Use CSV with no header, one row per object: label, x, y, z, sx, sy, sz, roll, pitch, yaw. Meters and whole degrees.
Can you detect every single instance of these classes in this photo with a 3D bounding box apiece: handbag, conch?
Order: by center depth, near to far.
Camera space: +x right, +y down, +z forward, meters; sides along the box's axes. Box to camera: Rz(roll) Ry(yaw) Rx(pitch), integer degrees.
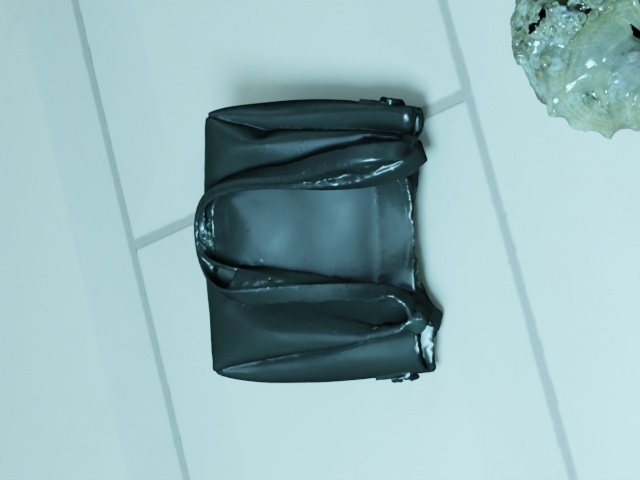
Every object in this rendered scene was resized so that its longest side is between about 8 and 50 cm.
conch,0.243,-0.204,1.492,0.178,0.163,0.245,-30,49,4
handbag,0.000,0.000,1.712,0.257,0.113,0.285,-2,90,34
